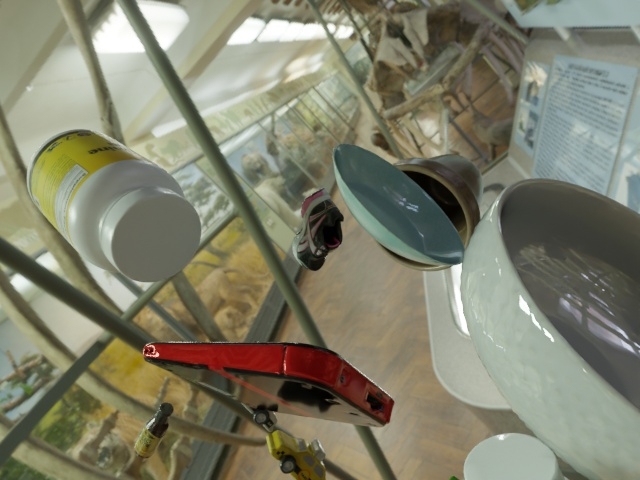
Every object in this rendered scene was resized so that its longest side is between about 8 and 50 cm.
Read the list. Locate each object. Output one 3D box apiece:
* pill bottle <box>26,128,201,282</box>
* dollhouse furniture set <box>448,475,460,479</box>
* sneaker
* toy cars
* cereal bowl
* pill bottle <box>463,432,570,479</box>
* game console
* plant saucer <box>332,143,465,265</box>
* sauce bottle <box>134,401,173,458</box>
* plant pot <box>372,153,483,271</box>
[{"bbox_3d":[-0.345,-0.062,0.840,0.334,0.188,0.188,29,69,40],"label":"pill bottle"},{"bbox_3d":[0.062,0.231,0.324,0.076,0.058,0.151,23,68,40],"label":"dollhouse furniture set"},{"bbox_3d":[0.000,0.000,0.886,0.072,0.077,0.178,-26,-35,-24],"label":"sneaker"},{"bbox_3d":[-0.094,0.422,1.157,0.087,0.394,0.176,-42,-30,-7],"label":"toy cars"},{"bbox_3d":[0.275,0.099,0.482,0.141,0.339,0.339,-60,-1,39],"label":"cereal bowl"},{"bbox_3d":[0.227,0.319,0.520,0.124,0.221,0.124,-20,16,6],"label":"pill bottle"},{"bbox_3d":[-0.071,0.258,0.904,0.342,0.386,0.060,-1,61,27],"label":"game console"},{"bbox_3d":[0.083,-0.034,0.579,0.037,0.195,0.195,-50,7,27],"label":"plant saucer"},{"bbox_3d":[-0.301,0.343,0.909,0.128,0.042,0.042,-61,3,25],"label":"sauce bottle"},{"bbox_3d":[0.266,-0.095,1.157,0.229,0.263,0.263,-39,5,-41],"label":"plant pot"}]
